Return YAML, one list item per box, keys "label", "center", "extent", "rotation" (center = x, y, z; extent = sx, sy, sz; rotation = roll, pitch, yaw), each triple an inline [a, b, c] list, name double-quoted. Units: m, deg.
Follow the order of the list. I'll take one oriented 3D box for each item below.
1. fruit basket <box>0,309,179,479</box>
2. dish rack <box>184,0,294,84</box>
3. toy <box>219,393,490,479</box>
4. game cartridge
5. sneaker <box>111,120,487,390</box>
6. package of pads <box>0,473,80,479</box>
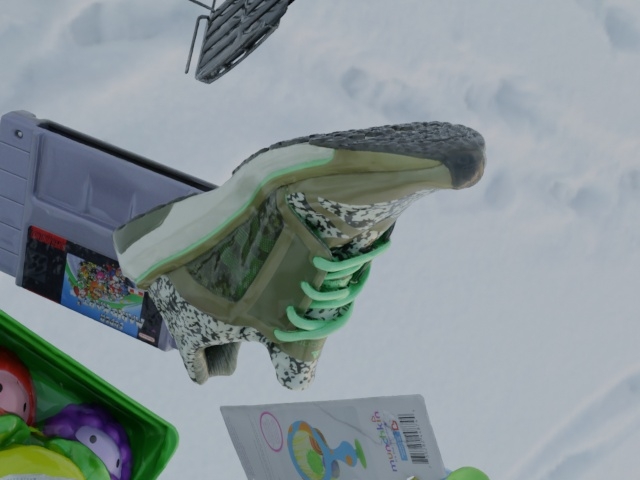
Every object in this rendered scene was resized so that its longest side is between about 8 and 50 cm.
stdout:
- label: "fruit basket"
  center: [-0.378, 0.289, 1.401]
  extent: [0.283, 0.392, 0.392]
  rotation: [-55, 137, -10]
- label: "dish rack"
  center: [-0.058, -0.260, 0.813]
  extent: [0.074, 0.208, 0.271]
  rotation: [17, 70, -24]
- label: "toy"
  center: [0.028, 0.158, 0.675]
  extent: [0.056, 0.237, 0.137]
  rotation: [-19, 91, -30]
- label: "game cartridge"
  center: [-0.268, -0.004, 1.372]
  extent: [0.068, 0.355, 0.230]
  rotation: [-30, 138, -63]
- label: "sneaker"
  center: [-0.009, 0.023, 0.861]
  extent: [0.158, 0.410, 0.182]
  rotation: [-16, 86, -39]
- label: "package of pads"
  center: [-0.280, 0.395, 0.999]
  extent: [0.101, 0.229, 0.296]
  rotation: [9, 107, -16]
